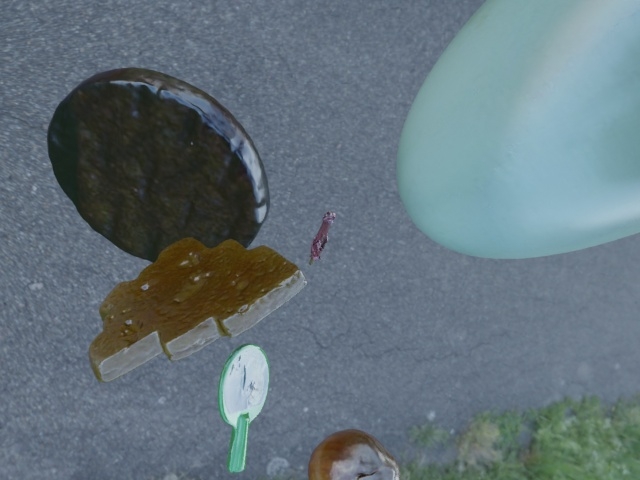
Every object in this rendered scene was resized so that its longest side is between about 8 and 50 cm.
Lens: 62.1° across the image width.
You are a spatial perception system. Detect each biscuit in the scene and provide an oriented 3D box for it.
[{"bbox_3d":[-0.159,0.077,0.701,0.278,0.301,0.043,-64,142,-52],"label":"biscuit"},{"bbox_3d":[-0.286,-0.117,0.965,0.091,0.407,0.407,-70,146,-47],"label":"biscuit"}]

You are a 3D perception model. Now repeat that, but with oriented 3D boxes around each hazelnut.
[{"bbox_3d":[0.072,0.449,1.016,0.182,0.182,0.182,-16,114,-40],"label":"hazelnut"}]

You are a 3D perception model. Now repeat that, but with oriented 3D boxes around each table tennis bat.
[{"bbox_3d":[-0.158,0.339,1.078,0.160,0.039,0.257,14,81,-59],"label":"table tennis bat"}]

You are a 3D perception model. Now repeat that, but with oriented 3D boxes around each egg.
[{"bbox_3d":[0.225,-0.122,0.411,0.371,0.230,0.230,-35,134,11],"label":"egg"}]

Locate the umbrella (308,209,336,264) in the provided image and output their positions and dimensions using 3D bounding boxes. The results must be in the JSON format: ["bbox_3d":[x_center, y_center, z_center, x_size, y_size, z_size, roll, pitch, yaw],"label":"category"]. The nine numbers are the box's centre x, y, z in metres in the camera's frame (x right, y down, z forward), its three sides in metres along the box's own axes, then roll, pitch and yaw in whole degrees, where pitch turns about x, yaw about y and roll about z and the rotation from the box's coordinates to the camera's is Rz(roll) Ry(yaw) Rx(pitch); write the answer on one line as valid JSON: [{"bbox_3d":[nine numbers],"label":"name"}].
[{"bbox_3d":[0.000,0.000,0.989,0.165,0.027,0.025,109,-6,-51],"label":"umbrella"}]
